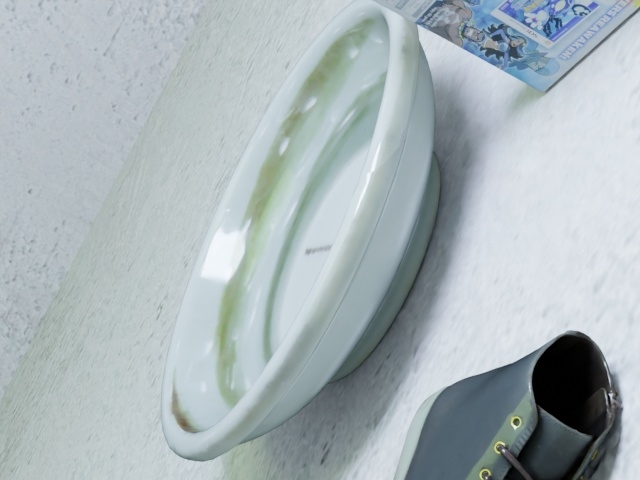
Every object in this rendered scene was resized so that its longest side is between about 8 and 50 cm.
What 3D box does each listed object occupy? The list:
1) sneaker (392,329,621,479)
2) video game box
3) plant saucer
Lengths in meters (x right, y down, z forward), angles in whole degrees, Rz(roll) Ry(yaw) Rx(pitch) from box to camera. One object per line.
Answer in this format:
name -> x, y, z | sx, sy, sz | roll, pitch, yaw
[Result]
sneaker -> 0.082, 0.148, 0.711 | 0.118, 0.083, 0.222 | -45, 25, 49
video game box -> 0.123, -0.198, 0.885 | 0.205, 0.187, 0.048 | -43, 24, 51
plant saucer -> 0.000, 0.000, 1.137 | 0.400, 0.100, 0.400 | -55, 20, 30
